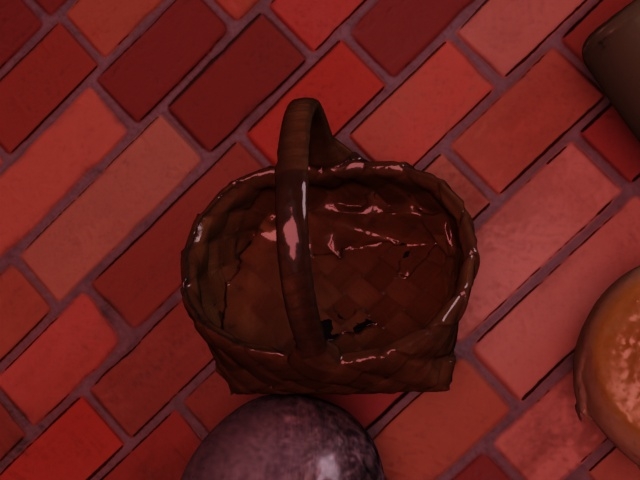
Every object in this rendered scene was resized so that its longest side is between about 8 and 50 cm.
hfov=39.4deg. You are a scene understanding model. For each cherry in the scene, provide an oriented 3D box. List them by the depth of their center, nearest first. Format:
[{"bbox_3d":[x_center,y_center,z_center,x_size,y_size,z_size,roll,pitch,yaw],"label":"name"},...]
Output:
[{"bbox_3d":[-0.045,0.320,1.025,0.255,0.218,0.296,4,74,14],"label":"cherry"}]

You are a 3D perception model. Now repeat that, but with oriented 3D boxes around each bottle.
[{"bbox_3d":[0.447,-0.122,0.992,0.168,0.168,0.347,-32,85,7],"label":"bottle"}]

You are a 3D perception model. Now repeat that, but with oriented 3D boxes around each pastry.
[{"bbox_3d":[0.409,0.143,0.976,0.264,0.133,0.265,-6,75,23],"label":"pastry"}]

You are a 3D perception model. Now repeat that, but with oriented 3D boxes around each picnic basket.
[{"bbox_3d":[0.000,0.000,0.961,0.337,0.337,0.293,-3,55,10],"label":"picnic basket"}]
